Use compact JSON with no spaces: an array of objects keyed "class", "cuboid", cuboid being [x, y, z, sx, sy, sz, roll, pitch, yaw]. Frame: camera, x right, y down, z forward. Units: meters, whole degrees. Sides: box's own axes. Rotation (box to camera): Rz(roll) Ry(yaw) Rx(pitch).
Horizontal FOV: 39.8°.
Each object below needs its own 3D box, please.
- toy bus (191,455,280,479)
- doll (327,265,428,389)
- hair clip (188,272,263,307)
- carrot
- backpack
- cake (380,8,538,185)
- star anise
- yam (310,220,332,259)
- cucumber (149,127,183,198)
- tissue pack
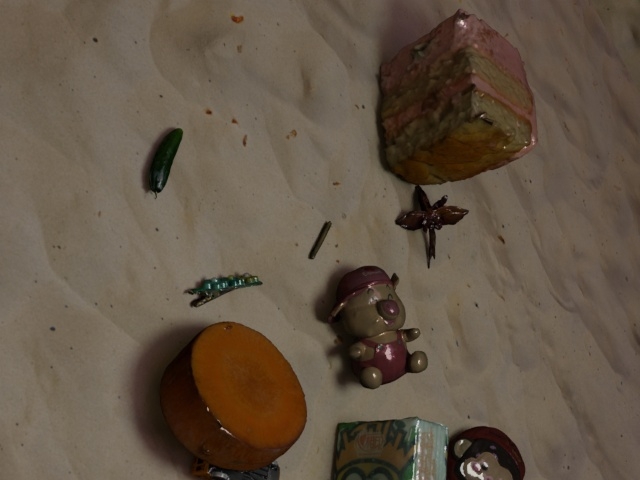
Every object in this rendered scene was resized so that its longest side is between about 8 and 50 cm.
[{"class":"toy bus","cuboid":[-0.151,0.420,1.608,0.162,0.074,0.069,32,51,-32]},{"class":"doll","cuboid":[0.115,0.179,1.880,0.196,0.152,0.255,-5,79,-58]},{"class":"hair clip","cuboid":[-0.176,0.087,1.692,0.173,0.049,0.049,-14,89,-44]},{"class":"carrot","cuboid":[-0.141,0.279,1.588,0.307,0.100,0.258,17,49,-43]},{"class":"backpack","cuboid":[0.383,0.539,2.061,0.229,0.139,0.229,14,59,-25]},{"class":"cake","cuboid":[0.325,-0.317,2.114,0.293,0.314,0.306,20,57,-42]},{"class":"star anise","cuboid":[0.271,-0.034,2.149,0.140,0.158,0.144,-51,148,-29]},{"class":"yam","cuboid":[0.000,0.000,1.909,0.014,0.014,0.107,46,51,-26]},{"class":"cucumber","cuboid":[-0.291,-0.149,1.648,0.039,0.039,0.167,37,54,-32]},{"class":"tissue pack","cuboid":[0.131,0.515,1.751,0.128,0.228,0.310,23,63,-38]}]
